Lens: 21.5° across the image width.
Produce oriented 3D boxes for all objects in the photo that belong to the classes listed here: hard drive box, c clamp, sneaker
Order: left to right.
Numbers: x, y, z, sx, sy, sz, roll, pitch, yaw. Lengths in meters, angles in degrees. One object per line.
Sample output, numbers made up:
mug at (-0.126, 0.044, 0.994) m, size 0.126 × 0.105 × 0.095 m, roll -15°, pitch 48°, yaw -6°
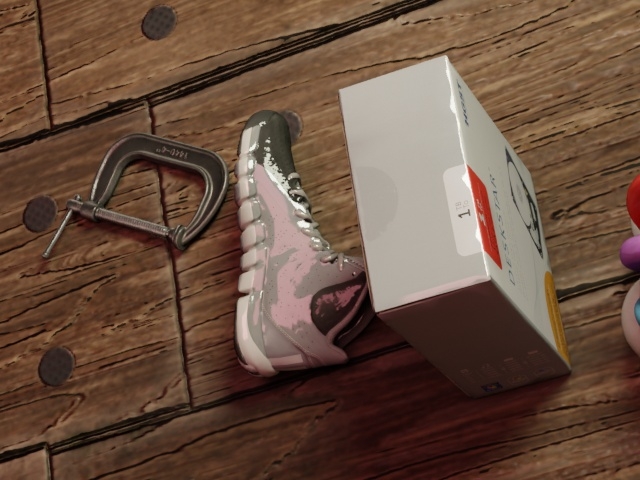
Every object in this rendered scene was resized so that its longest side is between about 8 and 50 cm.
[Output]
c clamp at (-0.160, -0.032, 1.524) m, size 0.160 × 0.022 × 0.137 m, roll 9°, pitch 69°, yaw 28°
sneaker at (0.000, 0.000, 1.412) m, size 0.132 × 0.086 × 0.229 m, roll -3°, pitch 79°, yaw 17°
hard drive box at (0.104, -0.002, 1.272) m, size 0.089 × 0.232 × 0.181 m, roll -17°, pitch 65°, yaw 17°

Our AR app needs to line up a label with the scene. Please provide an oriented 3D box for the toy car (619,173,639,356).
toy car at (0.278, 0.006, 1.229) m, size 0.159 × 0.136 × 0.182 m, roll -10°, pitch 65°, yaw 47°
